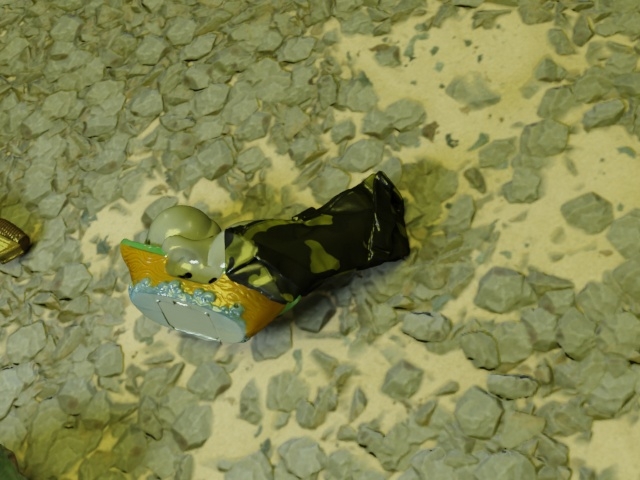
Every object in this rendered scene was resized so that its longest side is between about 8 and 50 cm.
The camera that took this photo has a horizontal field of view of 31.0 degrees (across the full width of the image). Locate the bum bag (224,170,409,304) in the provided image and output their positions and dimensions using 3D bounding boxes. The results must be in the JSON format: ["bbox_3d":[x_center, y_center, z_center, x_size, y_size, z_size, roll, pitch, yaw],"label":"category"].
[{"bbox_3d":[0.000,0.000,1.226,0.232,0.060,0.106,-23,69,-29],"label":"bum bag"}]

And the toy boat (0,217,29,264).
[{"bbox_3d":[-0.426,-0.019,1.460,0.149,0.047,0.049,31,62,30],"label":"toy boat"}]

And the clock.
[{"bbox_3d":[-0.123,0.030,1.279,0.231,0.103,0.144,13,55,21],"label":"clock"}]

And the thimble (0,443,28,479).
[{"bbox_3d":[-0.392,0.303,1.178,0.149,0.185,0.211,-21,71,11],"label":"thimble"}]
